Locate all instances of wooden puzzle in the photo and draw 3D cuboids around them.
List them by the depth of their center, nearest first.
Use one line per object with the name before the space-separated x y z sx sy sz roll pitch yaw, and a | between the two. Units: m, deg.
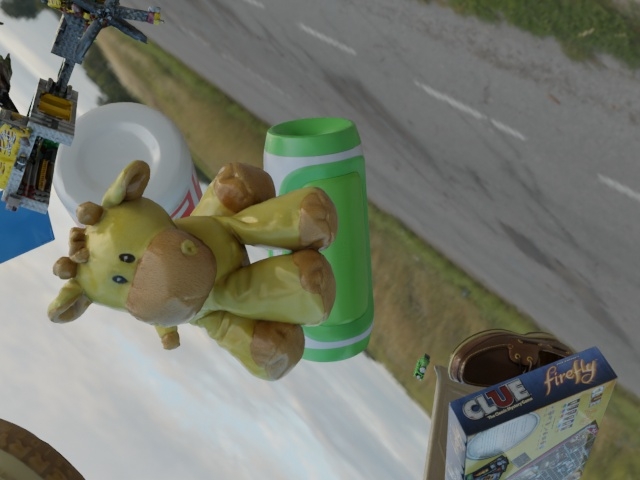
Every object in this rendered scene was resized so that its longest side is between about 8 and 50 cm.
wooden puzzle | 0.235 0.343 1.396 0.044 0.238 0.221 -9 155 39

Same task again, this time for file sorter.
file sorter | -0.553 -0.034 1.397 0.104 0.170 0.118 24 130 39

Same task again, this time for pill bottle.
pill bottle | -0.326 -0.056 1.545 0.229 0.229 0.407 45 164 17

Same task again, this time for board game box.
board game box | 0.218 0.220 0.911 0.243 0.165 0.042 82 166 -51

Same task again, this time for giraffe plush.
giraffe plush | -0.110 0.015 0.659 0.210 0.181 0.170 2 173 29

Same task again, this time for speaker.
speaker | 0.000 0.000 1.073 0.131 0.131 0.296 -136 38 -64

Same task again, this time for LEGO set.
LEGO set | -0.344 -0.185 0.885 0.255 0.331 0.192 27 -163 -25

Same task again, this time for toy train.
toy train | 0.163 0.200 1.341 0.017 0.023 0.083 35 -166 4

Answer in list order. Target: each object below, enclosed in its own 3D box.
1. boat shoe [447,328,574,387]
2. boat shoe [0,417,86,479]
boat shoe | 0.225 0.139 0.963 0.178 0.064 0.060 1 -165 -32
boat shoe | -0.201 0.215 0.300 0.123 0.342 0.123 39 -162 -1
